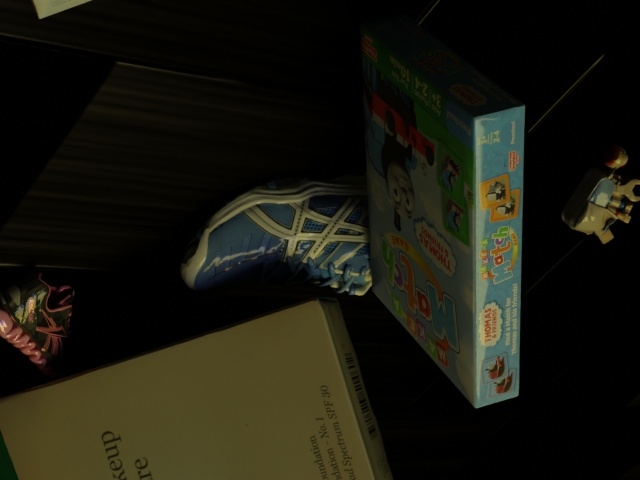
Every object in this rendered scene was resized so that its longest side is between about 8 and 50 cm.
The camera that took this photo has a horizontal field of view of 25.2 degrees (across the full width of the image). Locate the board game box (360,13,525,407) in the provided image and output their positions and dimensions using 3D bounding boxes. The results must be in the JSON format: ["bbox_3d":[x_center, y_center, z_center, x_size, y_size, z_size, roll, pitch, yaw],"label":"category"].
[{"bbox_3d":[0.078,-0.021,0.935,0.039,0.160,0.211,-16,123,-18],"label":"board game box"}]

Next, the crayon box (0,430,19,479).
[{"bbox_3d":[-0.314,0.260,0.977,0.106,0.313,0.363,0,141,-39],"label":"crayon box"}]

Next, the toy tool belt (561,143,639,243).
[{"bbox_3d":[0.248,-0.039,1.227,0.051,0.052,0.083,22,109,-24],"label":"toy tool belt"}]

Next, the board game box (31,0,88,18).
[{"bbox_3d":[-0.119,-0.167,0.760,0.090,0.020,0.090,-22,150,-10],"label":"board game box"}]

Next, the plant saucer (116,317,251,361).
[{"bbox_3d":[-0.112,0.152,1.249,0.278,0.041,0.278,-20,150,-12],"label":"plant saucer"}]

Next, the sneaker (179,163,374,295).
[{"bbox_3d":[0.000,0.000,1.059,0.211,0.081,0.080,-17,151,-15],"label":"sneaker"}]

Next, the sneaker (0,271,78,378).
[{"bbox_3d":[-0.196,0.059,1.036,0.057,0.047,0.119,-38,152,-4],"label":"sneaker"}]

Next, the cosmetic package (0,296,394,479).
[{"bbox_3d":[-0.115,0.160,1.056,0.309,0.160,0.113,-19,174,7],"label":"cosmetic package"}]
